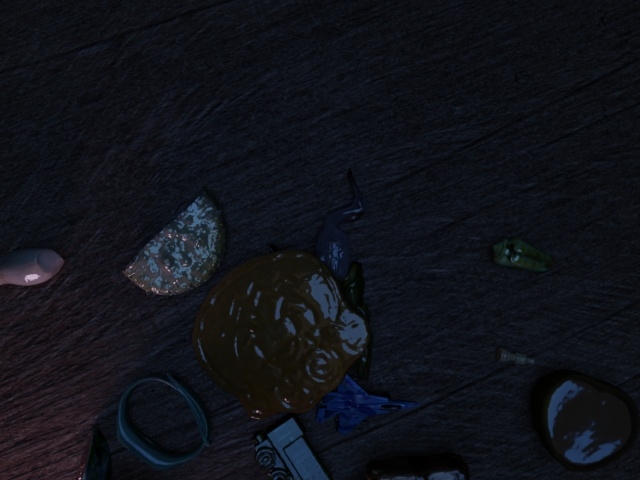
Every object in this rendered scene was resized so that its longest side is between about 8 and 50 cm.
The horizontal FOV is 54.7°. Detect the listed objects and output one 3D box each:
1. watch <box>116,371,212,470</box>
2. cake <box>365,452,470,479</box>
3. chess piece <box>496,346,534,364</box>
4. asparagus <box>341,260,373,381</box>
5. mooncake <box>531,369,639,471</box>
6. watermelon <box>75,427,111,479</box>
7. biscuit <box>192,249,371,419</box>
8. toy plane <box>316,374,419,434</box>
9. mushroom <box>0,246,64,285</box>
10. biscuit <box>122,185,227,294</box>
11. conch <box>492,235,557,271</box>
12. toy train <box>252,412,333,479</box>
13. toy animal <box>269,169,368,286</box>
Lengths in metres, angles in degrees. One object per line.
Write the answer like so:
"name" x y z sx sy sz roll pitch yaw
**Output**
"watch" -0.366 0.428 1.460 0.237 0.068 0.195 38 84 3
"cake" 0.193 0.599 1.417 0.292 0.196 0.199 -2 86 2
"chess piece" 0.481 0.288 1.518 0.092 0.035 0.035 13 87 -5
"asparagus" 0.083 0.195 1.483 0.080 0.080 0.288 -9 88 -3
"mooncake" 0.620 0.432 1.474 0.234 0.117 0.235 0 89 -1
"watermelon" -0.534 0.522 1.444 0.080 0.101 0.155 13 77 9
"biscuit" -0.102 0.217 1.427 0.385 0.062 0.365 -41 82 10
"toy plane" 0.108 0.380 1.462 0.246 0.078 0.170 -4 104 2
"mushroom" -0.705 0.066 1.442 0.212 0.097 0.088 -11 99 -3
"biscuit" -0.318 0.018 1.467 0.179 0.084 0.281 40 86 0
"conch" 0.499 0.039 1.494 0.170 0.106 0.079 15 94 -6
"toy train" -0.063 0.528 1.456 0.137 0.090 0.226 -33 89 -7
"toy animal" 0.025 0.006 1.479 0.324 0.090 0.195 -44 84 -3
